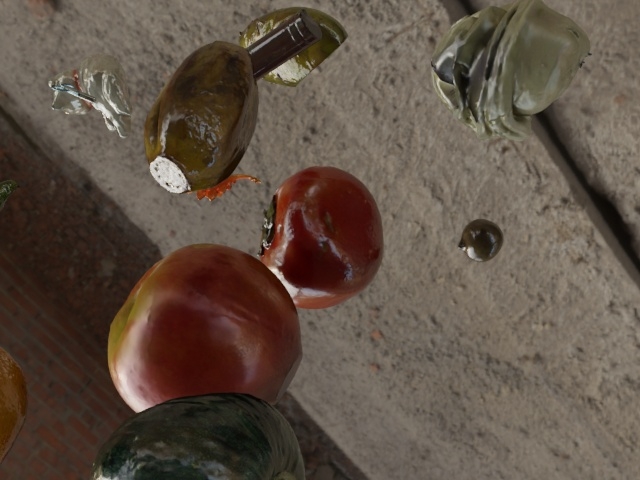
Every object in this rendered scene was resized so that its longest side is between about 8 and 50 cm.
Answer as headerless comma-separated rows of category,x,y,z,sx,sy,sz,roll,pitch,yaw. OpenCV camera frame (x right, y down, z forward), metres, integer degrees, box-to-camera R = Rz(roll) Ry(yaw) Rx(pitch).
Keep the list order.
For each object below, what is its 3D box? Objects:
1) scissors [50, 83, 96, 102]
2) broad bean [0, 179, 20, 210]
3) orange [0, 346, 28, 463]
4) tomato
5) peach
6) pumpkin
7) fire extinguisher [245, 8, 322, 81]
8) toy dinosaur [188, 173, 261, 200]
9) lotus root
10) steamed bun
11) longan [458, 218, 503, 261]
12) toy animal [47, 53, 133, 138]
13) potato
scissors,-0.566,-0.341,1.543,0.119,0.058,0.014,24,118,20
broad bean,-0.591,-0.041,1.110,0.061,0.195,0.046,-17,109,39
orange,-0.474,0.227,0.838,0.170,0.224,0.224,37,136,-25
tomato,0.000,0.000,1.574,0.289,0.325,0.293,15,144,-20
peach,-0.220,0.198,1.346,0.388,0.388,0.388,15,131,17
pumpkin,-0.163,0.304,0.902,0.263,0.293,0.197,-4,88,35
fire extinguisher,-0.126,-0.399,1.419,0.267,0.072,0.089,-25,89,29
toy dinosaur,-0.297,-0.161,1.720,0.288,0.070,0.117,22,89,7
lotus root,-0.207,-0.205,1.132,0.193,0.291,0.193,9,148,6
steamed bun,0.344,-0.338,1.319,0.320,0.206,0.275,-55,51,48
longan,0.393,0.000,1.637,0.113,0.113,0.092,16,164,16
toy animal,-0.610,-0.379,1.774,0.188,0.308,0.266,4,146,-30
potato,-0.068,-0.442,1.529,0.298,0.141,0.176,7,141,42
